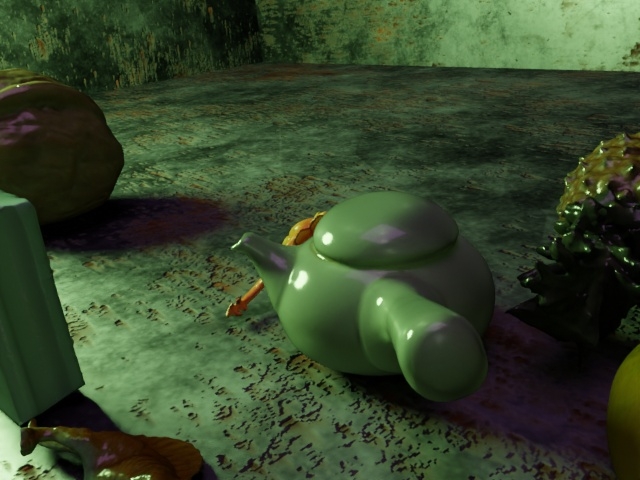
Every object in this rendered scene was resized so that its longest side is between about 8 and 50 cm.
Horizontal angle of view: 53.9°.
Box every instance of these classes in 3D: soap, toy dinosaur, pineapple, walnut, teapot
[{"bbox_3d":[-0.284,0.055,0.564,0.119,0.197,0.067,16,31,42],"label":"soap"},{"bbox_3d":[0.000,0.000,0.754,0.117,0.070,0.288,-37,-2,43],"label":"toy dinosaur"},{"bbox_3d":[0.283,0.001,0.600,0.169,0.169,0.340,10,25,34],"label":"pineapple"},{"bbox_3d":[-0.143,0.160,0.463,0.143,0.057,0.212,-3,20,-25],"label":"toy dinosaur"},{"bbox_3d":[-0.502,-0.155,1.065,0.285,0.285,0.296,-26,65,-41],"label":"walnut"},{"bbox_3d":[0.080,0.048,0.556,0.220,0.149,0.318,-19,24,-27],"label":"teapot"}]

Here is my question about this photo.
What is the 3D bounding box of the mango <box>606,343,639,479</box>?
[{"bbox_3d":[0.255,0.126,0.342,0.176,0.139,0.254,2,12,-14],"label":"mango"}]
